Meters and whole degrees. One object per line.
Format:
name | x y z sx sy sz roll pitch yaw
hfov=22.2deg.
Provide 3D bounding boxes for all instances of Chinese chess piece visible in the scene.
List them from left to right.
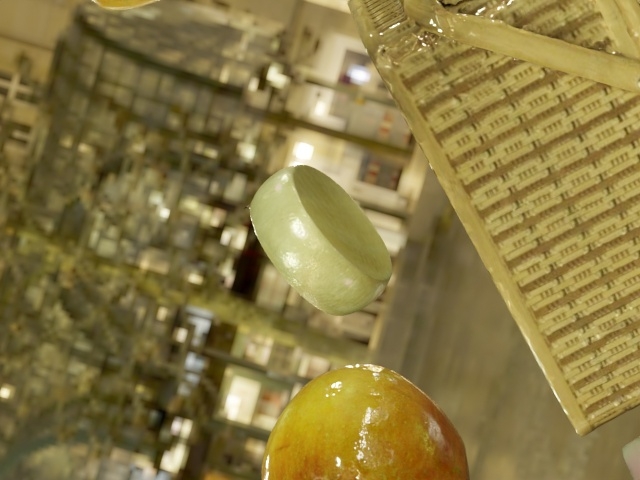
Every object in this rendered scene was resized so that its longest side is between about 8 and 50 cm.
Chinese chess piece | 0.000 0.000 1.449 0.058 0.144 0.144 -39 14 20

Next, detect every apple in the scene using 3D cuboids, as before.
apple | 0.053 0.251 1.793 0.237 0.237 0.207 106 -177 -49

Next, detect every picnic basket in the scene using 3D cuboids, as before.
picnic basket | 0.165 -0.066 1.084 0.313 0.175 0.228 59 -173 -15

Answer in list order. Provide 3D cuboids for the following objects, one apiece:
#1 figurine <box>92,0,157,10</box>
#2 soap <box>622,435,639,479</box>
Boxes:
figurine | -0.258 -0.314 1.160 0.387 0.268 0.401 -28 79 43
soap | 0.375 0.192 1.315 0.259 0.081 0.181 -49 56 48
